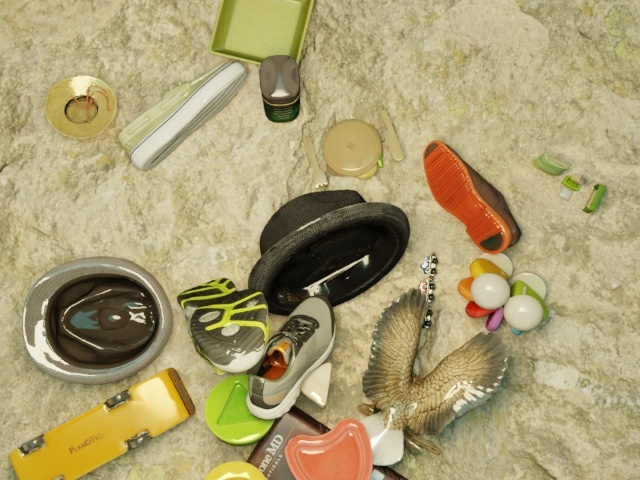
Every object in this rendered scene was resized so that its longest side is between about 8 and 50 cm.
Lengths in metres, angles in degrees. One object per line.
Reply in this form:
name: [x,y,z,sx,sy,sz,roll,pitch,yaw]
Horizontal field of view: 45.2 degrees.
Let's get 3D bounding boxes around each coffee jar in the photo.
coffee jar: [-0.079,-0.300,1.528,0.079,0.184,0.096,-4,85,-2]

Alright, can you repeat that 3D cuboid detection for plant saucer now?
plant saucer: [-0.120,-0.454,1.610,0.188,0.045,0.188,14,85,0]

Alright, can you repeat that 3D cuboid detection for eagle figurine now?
eagle figurine: [0.181,0.267,1.469,0.226,0.298,0.225,4,40,-32]

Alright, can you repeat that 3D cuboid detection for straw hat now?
straw hat: [-0.490,-0.263,1.578,0.144,0.061,0.145,4,76,-16]

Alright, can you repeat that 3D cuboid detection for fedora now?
fedora: [-0.430,0.155,1.509,0.275,0.124,0.244,-10,87,-11]
fedora: [0.000,0.000,1.495,0.334,0.334,0.152,-26,56,-3]

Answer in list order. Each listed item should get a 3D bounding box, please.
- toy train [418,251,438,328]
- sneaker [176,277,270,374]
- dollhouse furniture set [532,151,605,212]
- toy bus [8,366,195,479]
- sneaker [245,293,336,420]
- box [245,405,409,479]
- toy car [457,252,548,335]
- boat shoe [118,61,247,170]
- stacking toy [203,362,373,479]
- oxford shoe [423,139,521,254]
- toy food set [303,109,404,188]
toy train: [0.218,0.101,1.579,0.036,0.027,0.158,6,85,10]
sneaker: [-0.160,0.173,1.400,0.145,0.384,0.147,-21,104,-11]
dollhouse furniture set: [0.501,-0.117,1.579,0.151,0.076,0.059,28,84,0]
toy bus: [-0.418,0.370,1.488,0.332,0.130,0.108,-28,87,-4]
sneaker: [-0.046,0.194,1.389,0.100,0.108,0.271,16,47,18]
box: [0.039,0.495,1.485,0.381,0.143,0.191,31,85,3]
toy car: [0.358,0.120,1.535,0.182,0.159,0.136,33,120,1]
boat shoe: [-0.284,-0.270,1.562,0.302,0.109,0.094,-41,85,-2]
stacking toy: [-0.070,0.386,1.397,0.308,0.130,0.280,-9,56,-7]
oxford shoe: [0.309,-0.093,1.580,0.098,0.097,0.271,-17,70,-45]
toy food set: [0.067,-0.187,1.600,0.192,0.038,0.132,-17,78,3]
